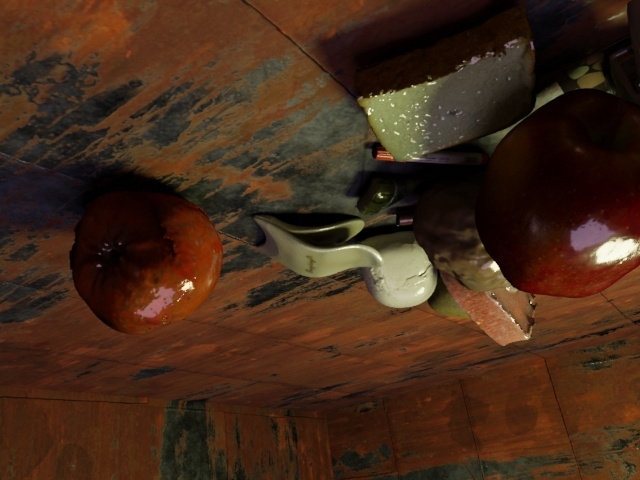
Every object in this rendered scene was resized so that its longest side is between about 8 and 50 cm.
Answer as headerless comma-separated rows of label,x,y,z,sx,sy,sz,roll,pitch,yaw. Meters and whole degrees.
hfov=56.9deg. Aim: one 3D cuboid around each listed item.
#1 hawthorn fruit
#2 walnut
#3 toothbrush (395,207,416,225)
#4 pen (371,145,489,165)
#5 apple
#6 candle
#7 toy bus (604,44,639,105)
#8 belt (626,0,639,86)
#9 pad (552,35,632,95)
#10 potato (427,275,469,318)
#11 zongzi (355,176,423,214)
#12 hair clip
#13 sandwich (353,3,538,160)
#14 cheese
hawthorn fruit,-0.302,0.029,1.132,0.276,0.276,0.307,-23,174,30
walnut,0.320,-0.022,1.187,0.273,0.273,0.227,-13,112,11
toothbrush,0.349,-0.072,1.330,0.364,0.040,0.041,-7,155,-1
pen,0.210,-0.159,1.115,0.239,0.028,0.028,1,154,-18
apple,0.389,-0.066,0.907,0.288,0.288,0.316,-1,141,-14
candle,0.424,0.114,1.451,0.131,0.287,0.317,-30,162,39
toy bus,0.540,-0.219,0.981,0.092,0.106,0.268,-22,151,20
belt,0.557,-0.278,0.758,0.347,0.117,0.212,-11,-176,-24
pad,0.506,-0.265,1.004,0.158,0.003,0.235,-23,151,30
potato,0.422,0.150,1.695,0.252,0.159,0.174,-2,132,7
zongzi,0.141,-0.091,1.218,0.119,0.055,0.109,-9,160,-24
hair clip,-0.004,0.017,1.329,0.282,0.113,0.172,-4,155,-6
sandwich,0.196,-0.226,0.895,0.251,0.087,0.226,-16,154,17
cheese,0.191,0.071,1.442,0.198,0.189,0.154,-8,-174,2
